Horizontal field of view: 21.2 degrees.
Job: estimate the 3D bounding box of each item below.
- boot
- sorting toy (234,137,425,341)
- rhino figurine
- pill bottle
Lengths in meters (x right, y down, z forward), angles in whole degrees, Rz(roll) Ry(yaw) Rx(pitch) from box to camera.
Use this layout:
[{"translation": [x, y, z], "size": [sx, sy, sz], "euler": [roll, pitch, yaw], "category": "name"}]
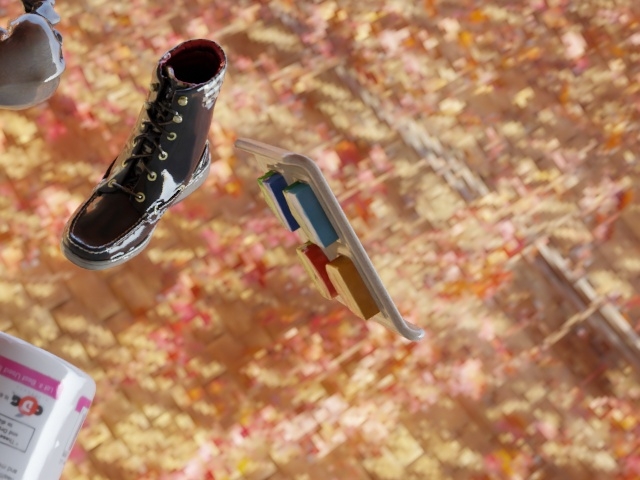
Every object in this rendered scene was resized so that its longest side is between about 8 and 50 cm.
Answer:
[{"translation": [-0.181, -0.092, 1.767], "size": [0.085, 0.236, 0.179], "euler": [30, -45, 13], "category": "boot"}, {"translation": [0.000, 0.000, 1.551], "size": [0.208, 0.038, 0.193], "euler": [56, -10, -16], "category": "sorting toy"}, {"translation": [-0.303, -0.129, 1.259], "size": [0.106, 0.243, 0.073], "euler": [-122, -152, -48], "category": "rhino figurine"}, {"translation": [-0.300, 0.208, 1.328], "size": [0.160, 0.283, 0.160], "euler": [21, -12, 5], "category": "pill bottle"}]
